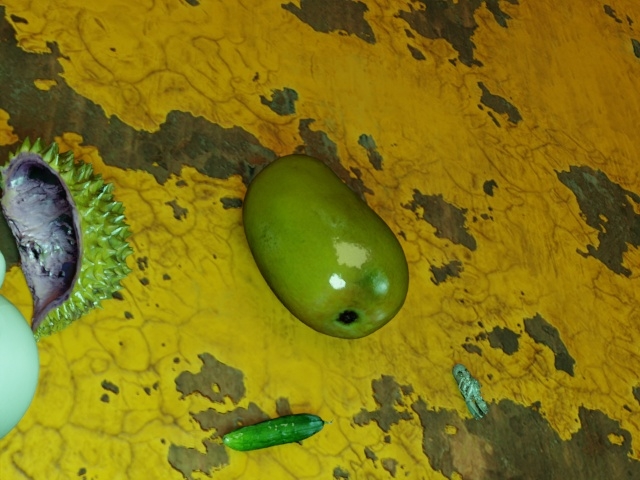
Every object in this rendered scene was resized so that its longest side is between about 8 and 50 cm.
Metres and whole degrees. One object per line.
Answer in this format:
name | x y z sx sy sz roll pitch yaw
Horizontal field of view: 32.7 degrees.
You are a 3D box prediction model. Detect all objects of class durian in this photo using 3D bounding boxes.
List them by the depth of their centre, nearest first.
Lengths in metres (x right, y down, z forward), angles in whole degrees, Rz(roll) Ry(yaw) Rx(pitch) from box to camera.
durian | -0.313 -0.022 1.414 0.261 0.153 0.186 62 21 14

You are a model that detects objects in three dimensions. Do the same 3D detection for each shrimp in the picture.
shrimp | 0.228 0.227 1.632 0.038 0.029 0.092 7 55 -42

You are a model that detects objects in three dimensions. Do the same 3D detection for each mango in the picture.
mango | 0.000 0.000 1.569 0.211 0.173 0.317 -4 49 -38

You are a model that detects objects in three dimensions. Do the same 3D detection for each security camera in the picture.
security camera | -0.399 0.115 1.165 0.194 0.194 0.236 -13 64 -42

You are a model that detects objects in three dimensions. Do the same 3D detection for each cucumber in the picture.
cucumber | -0.057 0.245 1.402 0.167 0.039 0.039 -5 57 -36
